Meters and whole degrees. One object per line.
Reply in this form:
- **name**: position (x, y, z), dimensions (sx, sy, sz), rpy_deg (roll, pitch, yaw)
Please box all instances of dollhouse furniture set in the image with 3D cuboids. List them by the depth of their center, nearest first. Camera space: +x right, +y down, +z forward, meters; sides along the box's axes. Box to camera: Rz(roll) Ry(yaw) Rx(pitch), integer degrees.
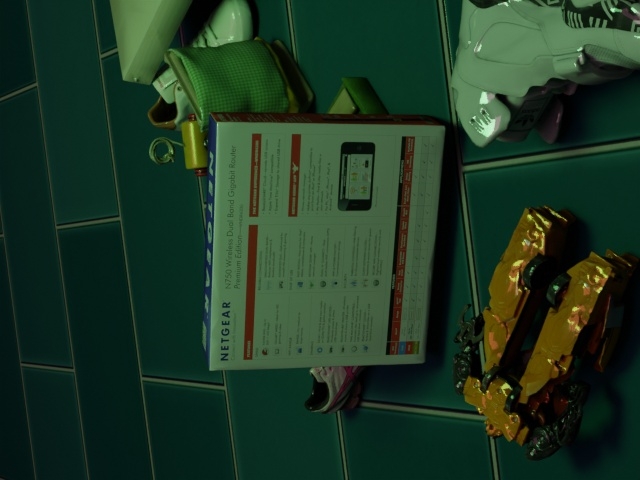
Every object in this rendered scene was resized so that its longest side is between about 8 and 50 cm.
- **dollhouse furniture set**: position (-0.069, -0.221, 1.575), dimensions (0.301, 0.198, 0.151), rpy_deg (60, 140, 25)

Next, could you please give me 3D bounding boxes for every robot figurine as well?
- **robot figurine**: position (0.263, 0.118, 1.295), dimensions (0.211, 0.085, 0.291), rpy_deg (43, 128, 41)

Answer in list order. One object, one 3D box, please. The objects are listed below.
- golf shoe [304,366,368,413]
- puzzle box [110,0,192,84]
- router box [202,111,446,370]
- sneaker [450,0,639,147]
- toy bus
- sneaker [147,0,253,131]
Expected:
- **golf shoe**: position (0.029, 0.182, 1.618), dimensions (0.067, 0.086, 0.186), rpy_deg (37, 124, 45)
- **puzzle box**: position (-0.243, -0.484, 1.735), dimensions (0.409, 0.052, 0.272), rpy_deg (-51, 42, 43)
- **router box**: position (0.000, 0.000, 1.437), dimensions (0.082, 0.301, 0.335), rpy_deg (-129, 41, -69)
- **sneaker**: position (0.273, -0.188, 1.186), dimensions (0.366, 0.137, 0.210), rpy_deg (37, 125, 50)
- **toy bus**: position (-0.128, -0.156, 1.681), dimensions (0.104, 0.191, 0.202), rpy_deg (-4, 49, 53)
- **sneaker**: position (-0.207, -0.286, 1.812), dimensions (0.106, 0.123, 0.290), rpy_deg (59, 137, 30)
